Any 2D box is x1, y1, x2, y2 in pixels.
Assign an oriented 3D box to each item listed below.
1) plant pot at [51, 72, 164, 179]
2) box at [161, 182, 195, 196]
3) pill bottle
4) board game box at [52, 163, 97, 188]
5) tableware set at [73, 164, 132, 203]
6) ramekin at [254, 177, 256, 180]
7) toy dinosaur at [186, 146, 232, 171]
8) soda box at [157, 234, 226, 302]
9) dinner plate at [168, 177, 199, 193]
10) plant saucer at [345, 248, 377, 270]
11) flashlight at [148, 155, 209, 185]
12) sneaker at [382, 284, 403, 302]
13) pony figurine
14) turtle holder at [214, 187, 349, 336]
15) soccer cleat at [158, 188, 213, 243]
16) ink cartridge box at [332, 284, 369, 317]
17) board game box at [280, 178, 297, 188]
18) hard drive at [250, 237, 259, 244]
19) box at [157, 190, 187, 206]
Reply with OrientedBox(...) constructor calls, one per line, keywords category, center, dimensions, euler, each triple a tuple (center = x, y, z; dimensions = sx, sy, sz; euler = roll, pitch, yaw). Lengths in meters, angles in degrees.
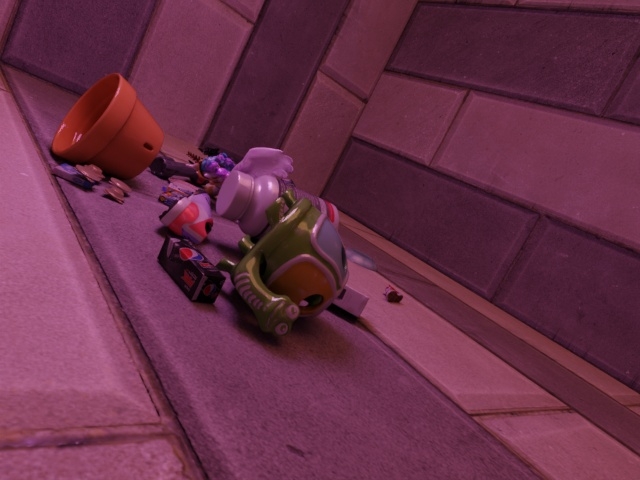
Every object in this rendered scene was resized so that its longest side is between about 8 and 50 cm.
OrientedBox(category="plant pot", center=(-0.614, -0.316, 1.370), dimensions=(0.291, 0.291, 0.203), euler=(36, -5, 46))
OrientedBox(category="box", center=(-0.477, -0.162, 1.586), dimensions=(0.136, 0.028, 0.081), euler=(26, 9, -19))
OrientedBox(category="pill bottle", center=(-0.119, -0.076, 1.283), dimensions=(0.319, 0.176, 0.176), euler=(22, 10, -31))
OrientedBox(category="board game box", center=(-0.632, -0.168, 1.187), dimensions=(0.090, 0.020, 0.090), euler=(24, 9, -19))
OrientedBox(category="tableware set", center=(-0.570, -0.157, 1.211), dimensions=(0.141, 0.020, 0.168), euler=(36, 5, -20))
OrientedBox(category="ramekin", center=(-0.238, -0.223, 2.285), dimensions=(0.277, 0.135, 0.277), euler=(27, 9, -4))
OrientedBox(category="toy dinosaur", center=(-0.531, -0.342, 2.239), dimensions=(0.322, 0.164, 0.218), euler=(10, -10, 14))
OrientedBox(category="soda box", center=(-0.253, 0.053, 0.890), dimensions=(0.053, 0.060, 0.169), euler=(16, 14, -48))
OrientedBox(category="dinner plate", center=(-0.511, -0.201, 1.743), dimensions=(0.141, 0.017, 0.141), euler=(25, 8, -4))
OrientedBox(category="plant saucer", center=(0.182, 0.078, 2.092), dimensions=(0.195, 0.037, 0.195), euler=(26, 10, -5))
OrientedBox(category="flashlight", center=(-0.557, -0.284, 1.851), dimensions=(0.103, 0.103, 0.304), euler=(52, 21, 16))
OrientedBox(category="sneaker", center=(0.244, 0.185, 1.633), dimensions=(0.067, 0.042, 0.118), euler=(38, 6, 33))
OrientedBox(category="pony figurine", center=(-0.296, -0.202, 1.697), dimensions=(0.351, 0.302, 0.363), euler=(17, -4, -2))
OrientedBox(category="turtle holder", center=(-0.056, 0.045, 0.949), dimensions=(0.227, 0.243, 0.320), euler=(43, -2, -7))
OrientedBox(category="soccer cleat", center=(-0.338, -0.063, 1.242), dimensions=(0.116, 0.109, 0.318), euler=(46, 4, -10))
OrientedBox(category="ink cartridge box", center=(0.036, 0.133, 1.208), dimensions=(0.180, 0.060, 0.104), euler=(29, -4, 8))
OrientedBox(category="board game box", center=(-0.128, -0.131, 1.728), dimensions=(0.048, 0.170, 0.141), euler=(2, 25, -18))
OrientedBox(category="hard drive", center=(-0.125, 0.058, 1.252), dimensions=(0.172, 0.054, 0.254), euler=(25, 9, -13))
OrientedBox(category="box", center=(-0.445, -0.122, 1.447), dimensions=(0.094, 0.027, 0.137), euler=(28, 8, -5))
